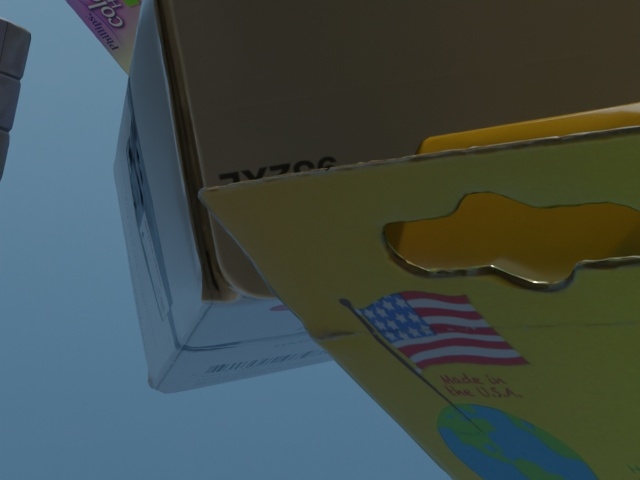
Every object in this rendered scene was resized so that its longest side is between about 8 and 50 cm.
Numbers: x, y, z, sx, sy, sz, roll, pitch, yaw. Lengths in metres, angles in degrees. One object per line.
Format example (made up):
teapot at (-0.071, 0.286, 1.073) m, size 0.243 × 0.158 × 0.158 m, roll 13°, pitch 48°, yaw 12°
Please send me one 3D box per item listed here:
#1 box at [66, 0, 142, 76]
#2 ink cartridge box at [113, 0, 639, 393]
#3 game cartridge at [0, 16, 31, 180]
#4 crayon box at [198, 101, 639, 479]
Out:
box at (-0.081, -0.239, 1.423) m, size 0.243 × 0.213 × 0.117 m, roll -25°, pitch -153°, yaw 31°
ink cartridge box at (0.033, -0.028, 0.685) m, size 0.223 × 0.307 × 0.129 m, roll -10°, pitch -99°, yaw -11°
game cartridge at (-0.371, -0.057, 1.165) m, size 0.355 × 0.068 × 0.230 m, roll 7°, pitch -100°, yaw 36°
crayon box at (0.140, 0.060, 0.422) m, size 0.202 × 0.318 × 0.081 m, roll -4°, pitch -134°, yaw 50°
